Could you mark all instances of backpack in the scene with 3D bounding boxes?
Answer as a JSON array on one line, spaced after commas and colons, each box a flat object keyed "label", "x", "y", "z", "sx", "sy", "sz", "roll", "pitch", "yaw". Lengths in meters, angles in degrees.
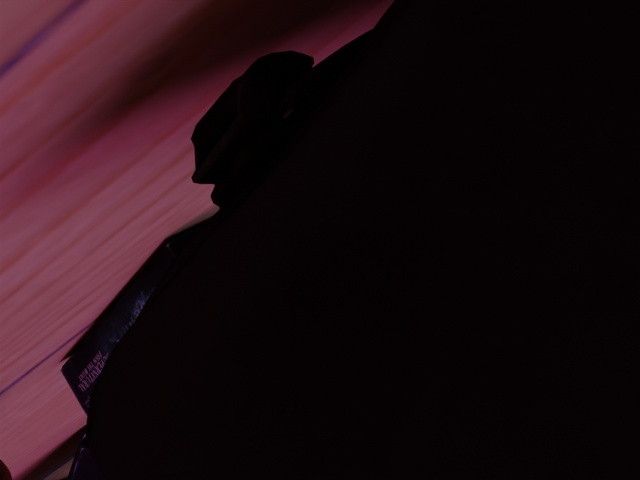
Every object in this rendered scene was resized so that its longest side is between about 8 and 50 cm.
[{"label": "backpack", "x": 0.176, "y": 0.019, "z": 0.462, "sx": 0.356, "sy": 0.273, "sz": 0.290, "roll": -11, "pitch": 151, "yaw": -53}]

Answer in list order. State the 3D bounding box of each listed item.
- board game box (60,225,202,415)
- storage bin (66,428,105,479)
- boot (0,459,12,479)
[{"label": "board game box", "x": 0.000, "y": 0.000, "z": 0.691, "sx": 0.186, "sy": 0.026, "sz": 0.126, "roll": -27, "pitch": 170, "yaw": -33}, {"label": "storage bin", "x": -0.074, "y": 0.181, "z": 0.938, "sx": 0.084, "sy": 0.122, "sz": 0.180, "roll": -17, "pitch": 129, "yaw": -64}, {"label": "boot", "x": -0.192, "y": 0.158, "z": 0.737, "sx": 0.220, "sy": 0.109, "sz": 0.283, "roll": -58, "pitch": 176, "yaw": 22}]
